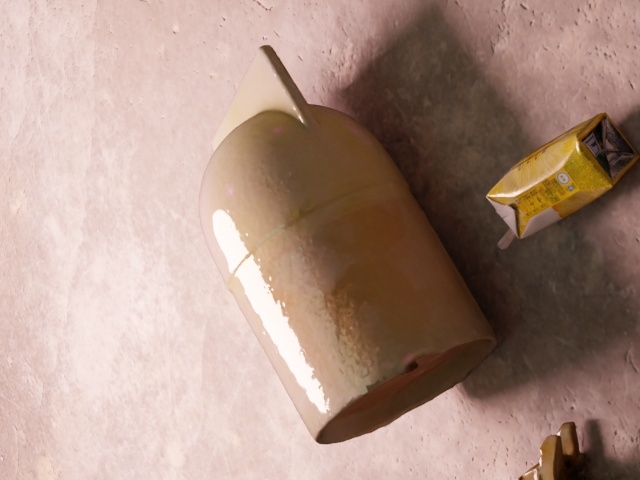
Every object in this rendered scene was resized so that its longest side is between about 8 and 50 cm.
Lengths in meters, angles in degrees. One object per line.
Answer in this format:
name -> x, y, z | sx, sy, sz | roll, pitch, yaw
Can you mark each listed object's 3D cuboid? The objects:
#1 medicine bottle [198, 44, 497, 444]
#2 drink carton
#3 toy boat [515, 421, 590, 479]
medicine bottle -> 0.000, 0.000, 2.027 | 0.236, 0.235, 0.406 | -46, 67, 44
drink carton -> 0.233, -0.056, 1.873 | 0.074, 0.084, 0.200 | 51, 137, -6
toy boat -> 0.284, 0.350, 1.921 | 0.115, 0.089, 0.310 | -16, 88, 31
